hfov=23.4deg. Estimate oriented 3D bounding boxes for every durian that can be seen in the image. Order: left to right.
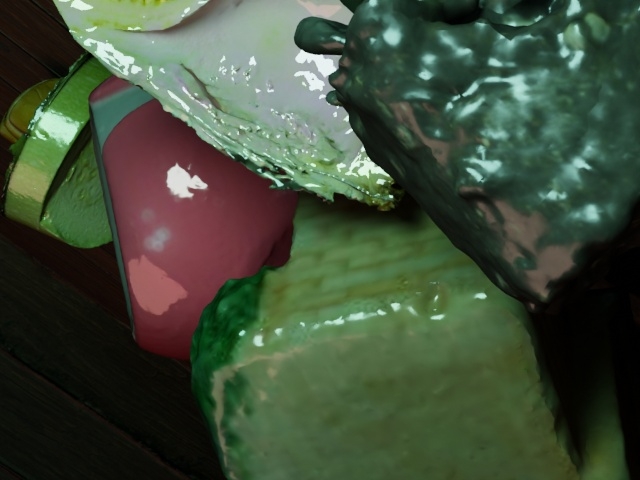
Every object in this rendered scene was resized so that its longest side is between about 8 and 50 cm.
[{"bbox_3d":[-0.037,-0.155,1.189,0.305,0.185,0.195,23,-170,10],"label":"durian"}]

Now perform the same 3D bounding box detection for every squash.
[{"bbox_3d":[-0.255,-0.093,1.695,0.133,0.220,0.220,32,166,9],"label":"squash"}]

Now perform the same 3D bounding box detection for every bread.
[{"bbox_3d":[-0.285,-0.129,1.867,0.200,0.116,0.077,30,141,11],"label":"bread"}]

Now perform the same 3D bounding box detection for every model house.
[{"bbox_3d":[0.091,0.092,1.307,0.335,0.342,0.382,-10,127,14],"label":"model house"}]

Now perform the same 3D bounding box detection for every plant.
[{"bbox_3d":[0.116,-0.102,0.945,0.276,0.188,0.199,49,175,14],"label":"plant"}]

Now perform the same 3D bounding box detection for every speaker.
[{"bbox_3d":[-0.116,-0.038,1.465,0.294,0.294,0.294,31,165,9],"label":"speaker"}]
